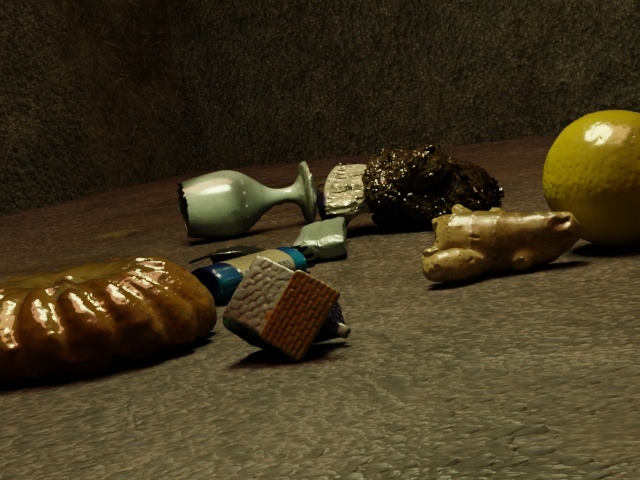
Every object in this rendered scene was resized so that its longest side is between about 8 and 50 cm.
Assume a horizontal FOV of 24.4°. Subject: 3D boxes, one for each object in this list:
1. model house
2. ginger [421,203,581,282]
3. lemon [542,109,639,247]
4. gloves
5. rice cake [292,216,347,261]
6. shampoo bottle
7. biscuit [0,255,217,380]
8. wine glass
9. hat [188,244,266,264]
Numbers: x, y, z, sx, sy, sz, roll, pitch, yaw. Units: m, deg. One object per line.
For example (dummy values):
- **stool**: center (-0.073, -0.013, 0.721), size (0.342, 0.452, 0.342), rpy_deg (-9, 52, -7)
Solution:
- **model house**: center (-0.026, 0.081, 1.520), size (0.100, 0.088, 0.100), rpy_deg (24, -8, 33)
- **ginger**: center (0.214, -0.001, 1.838), size (0.205, 0.081, 0.115), rpy_deg (-11, 14, -10)
- **lemon**: center (0.380, -0.079, 1.890), size (0.178, 0.178, 0.203), rpy_deg (-12, 8, -30)
- **gloves**: center (0.147, -0.087, 2.426), size (0.312, 0.135, 0.210), rpy_deg (-3, 2, 16)
- **rice cake**: center (0.001, 0.000, 2.272), size (0.080, 0.042, 0.222), rpy_deg (-12, 8, 4)
- **shampoo bottle**: center (-0.087, 0.043, 1.983), size (0.183, 0.050, 0.087), rpy_deg (-14, 6, -40)
- **biscuit**: center (-0.282, 0.086, 1.688), size (0.325, 0.107, 0.326), rpy_deg (-10, 4, 1)
- **wine glass**: center (-0.134, -0.072, 2.683), size (0.241, 0.126, 0.126), rpy_deg (-7, 6, -13)
- **hat**: center (-0.126, 0.036, 2.083), size (0.121, 0.050, 0.121), rpy_deg (-4, 4, 0)
